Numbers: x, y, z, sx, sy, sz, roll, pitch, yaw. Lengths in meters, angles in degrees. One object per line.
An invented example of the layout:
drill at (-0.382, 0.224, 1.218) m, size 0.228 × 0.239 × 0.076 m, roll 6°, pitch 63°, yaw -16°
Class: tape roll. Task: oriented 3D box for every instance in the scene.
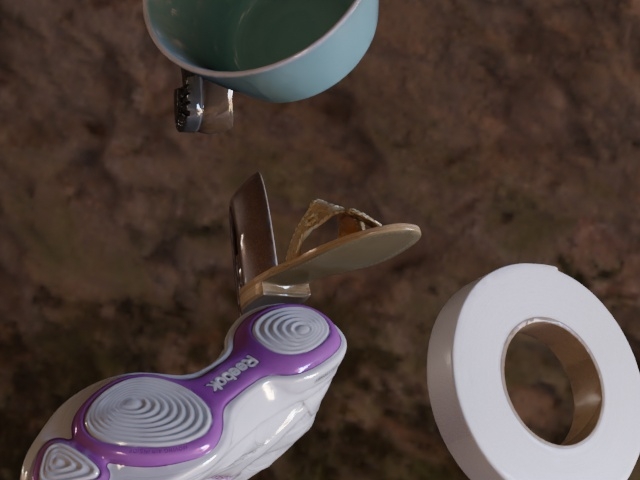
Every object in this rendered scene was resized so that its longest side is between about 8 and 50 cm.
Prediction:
tape roll at (0.339, 0.226, 2.009) m, size 0.392 × 0.392 × 0.072 m, roll 17°, pitch -27°, yaw -27°

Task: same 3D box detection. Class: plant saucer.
plant saucer at (-0.090, 0.061, 1.795) m, size 0.050 × 0.311 × 0.310 m, roll -6°, pitch -5°, yaw -6°

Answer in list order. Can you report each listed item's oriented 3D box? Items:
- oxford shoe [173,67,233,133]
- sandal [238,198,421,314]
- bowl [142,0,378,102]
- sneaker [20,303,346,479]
oxford shoe at (-0.146, -0.257, 1.776) m, size 0.096 × 0.227 × 0.083 m, roll 3°, pitch -1°, yaw -22°
sandal at (-0.005, -0.001, 1.292) m, size 0.088 × 0.079 × 0.240 m, roll 8°, pitch -28°, yaw -41°
bowl at (-0.050, -0.296, 1.634) m, size 0.311 × 0.312 × 0.163 m, roll 10°, pitch -22°, yaw 27°
sneaker at (-0.098, 0.164, 1.027) m, size 0.305 × 0.152 × 0.114 m, roll -23°, pitch 49°, yaw -41°
